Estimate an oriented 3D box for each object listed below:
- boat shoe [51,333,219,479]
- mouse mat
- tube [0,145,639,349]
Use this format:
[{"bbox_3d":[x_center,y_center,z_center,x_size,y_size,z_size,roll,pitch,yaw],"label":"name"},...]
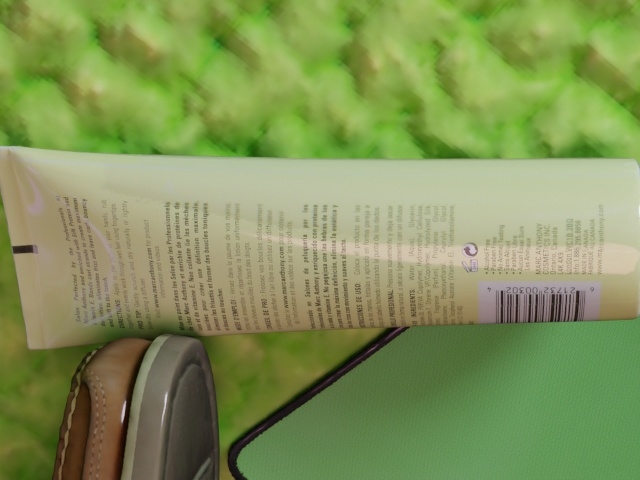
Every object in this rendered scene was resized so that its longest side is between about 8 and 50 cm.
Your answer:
[{"bbox_3d":[-0.108,0.175,0.690,0.104,0.111,0.307,12,111,11],"label":"boat shoe"},{"bbox_3d":[0.075,0.086,0.726,0.189,0.007,0.152,-37,114,17],"label":"mouse mat"},{"bbox_3d":[0.000,0.000,0.649,0.240,0.062,0.070,-2,81,5],"label":"tube"}]
